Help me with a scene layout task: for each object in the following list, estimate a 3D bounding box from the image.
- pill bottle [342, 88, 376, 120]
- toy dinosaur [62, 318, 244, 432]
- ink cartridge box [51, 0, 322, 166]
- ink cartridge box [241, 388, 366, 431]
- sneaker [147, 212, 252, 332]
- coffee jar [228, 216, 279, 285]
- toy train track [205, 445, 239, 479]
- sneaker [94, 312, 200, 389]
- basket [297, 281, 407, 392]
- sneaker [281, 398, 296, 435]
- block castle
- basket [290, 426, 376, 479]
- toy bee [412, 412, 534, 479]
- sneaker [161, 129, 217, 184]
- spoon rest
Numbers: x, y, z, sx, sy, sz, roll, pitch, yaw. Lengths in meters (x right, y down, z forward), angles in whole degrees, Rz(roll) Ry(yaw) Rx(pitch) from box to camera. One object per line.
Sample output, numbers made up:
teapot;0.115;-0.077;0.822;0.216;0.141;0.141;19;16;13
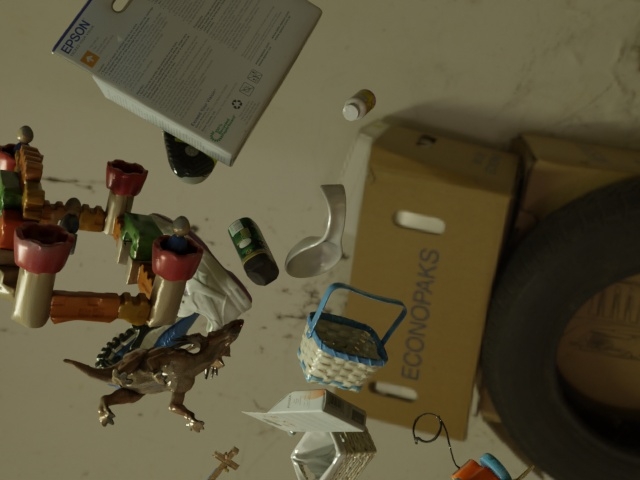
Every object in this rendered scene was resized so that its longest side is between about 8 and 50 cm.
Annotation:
pill bottle;0.071;-0.252;1.251;0.083;0.043;0.043;-49;-30;-51
toy dinosaur;-0.287;0.226;1.186;0.200;0.295;0.127;-90;1;-67
ink cartridge box;-0.213;-0.340;1.123;0.324;0.330;0.071;-61;4;-17
ink cartridge box;-0.028;0.311;1.209;0.145;0.179;0.045;40;-129;-46
sneaker;-0.286;0.076;1.442;0.152;0.305;0.114;-42;16;-8
coffee jar;-0.173;0.029;1.737;0.096;0.079;0.184;53;-174;-49
toy train track;-0.148;0.339;0.976;0.083;0.048;0.014;-51;25;-4
sneaker;-0.387;0.231;1.623;0.330;0.130;0.147;-45;-39;-17
basket;0.073;0.261;1.842;0.289;0.255;0.201;-58;28;22
sneaker;-0.080;0.392;1.474;0.069;0.038;0.098;-9;-79;-53
block castle;-0.424;-0.041;1.208;0.453;0.303;0.213;44;122;51
basket;0.027;0.448;1.402;0.167;0.103;0.113;-60;38;30
toy bee;0.315;0.466;1.260;0.298;0.195;0.162;-107;-7;-52
sneaker;-0.311;-0.256;1.600;0.147;0.145;0.385;104;160;-43
spoon rest;0.000;0.000;1.488;0.276;0.137;0.084;109;148;-45
